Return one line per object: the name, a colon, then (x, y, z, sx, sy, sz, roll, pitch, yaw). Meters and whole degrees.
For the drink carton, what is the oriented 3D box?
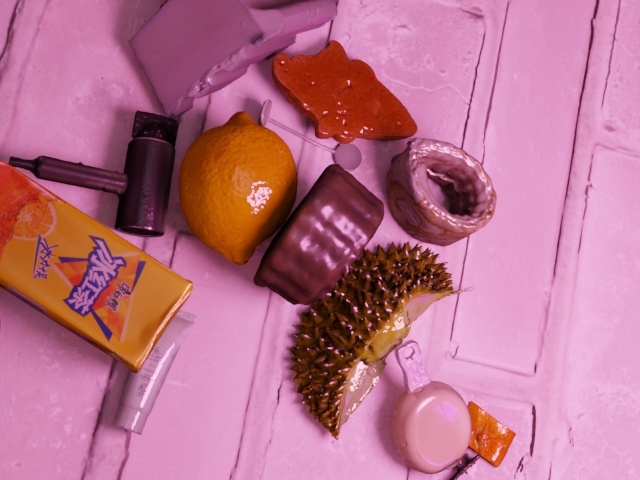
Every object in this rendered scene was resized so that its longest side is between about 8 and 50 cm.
drink carton: (-0.377, 0.038, 1.381, 0.351, 0.111, 0.154, 33, 74, -1)

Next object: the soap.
soap: (-0.143, -0.355, 1.556, 0.159, 0.258, 0.302, 54, 29, -1)

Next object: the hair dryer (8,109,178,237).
hair dryer: (-0.348, -0.122, 1.429, 0.248, 0.078, 0.195, 11, 77, -26)

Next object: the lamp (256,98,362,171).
lamp: (-0.015, -0.174, 1.558, 0.198, 0.056, 0.050, 23, 74, -14)

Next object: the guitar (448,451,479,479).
guitar: (0.164, 0.434, 1.507, 0.038, 0.084, 0.271, 46, 66, 7)

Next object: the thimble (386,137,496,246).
thimble: (0.191, -0.083, 1.547, 0.190, 0.143, 0.137, 45, 74, -5)

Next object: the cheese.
cheese: (0.168, 0.266, 1.500, 0.137, 0.064, 0.227, -26, 108, -22)

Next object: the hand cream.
hand cream: (-0.264, 0.197, 1.439, 0.078, 0.050, 0.204, 21, 72, -5)

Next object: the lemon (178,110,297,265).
lemon: (-0.128, -0.085, 1.445, 0.187, 0.187, 0.244, 6, 81, -14)

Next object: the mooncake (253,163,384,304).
mooncake: (0.000, 0.000, 1.443, 0.124, 0.228, 0.228, 35, 75, -5)

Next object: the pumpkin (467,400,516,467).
pumpkin: (0.282, 0.328, 1.567, 0.101, 0.035, 0.073, 33, 73, -5)

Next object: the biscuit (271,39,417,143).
biscuit: (0.041, -0.243, 1.578, 0.280, 0.043, 0.183, 23, 69, -21)

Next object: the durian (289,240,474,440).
durian: (0.081, 0.135, 1.526, 0.355, 0.157, 0.169, -46, 130, -16)
